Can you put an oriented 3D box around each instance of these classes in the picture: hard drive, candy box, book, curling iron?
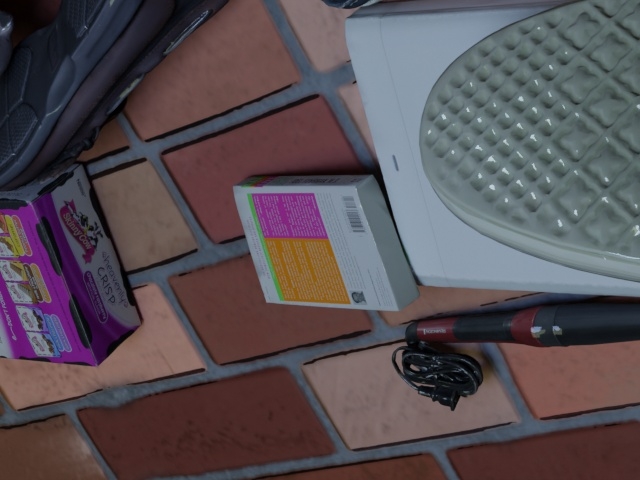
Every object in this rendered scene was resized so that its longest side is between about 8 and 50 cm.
[{"bbox_3d":[0.174,-0.058,0.967,0.308,0.040,0.203,2,121,35],"label":"hard drive"},{"bbox_3d":[-0.280,0.018,1.320,0.233,0.071,0.159,2,121,34],"label":"candy box"},{"bbox_3d":[0.000,0.000,1.111,0.144,0.035,0.096,4,120,52],"label":"book"},{"bbox_3d":[0.161,0.069,1.067,0.274,0.035,0.068,-16,114,42],"label":"curling iron"}]

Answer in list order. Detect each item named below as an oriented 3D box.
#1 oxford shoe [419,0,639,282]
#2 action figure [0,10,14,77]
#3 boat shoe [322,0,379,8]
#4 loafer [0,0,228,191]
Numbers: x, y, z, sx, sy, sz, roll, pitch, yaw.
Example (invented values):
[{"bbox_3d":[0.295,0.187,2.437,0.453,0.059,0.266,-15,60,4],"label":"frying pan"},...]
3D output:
[{"bbox_3d":[0.270,-0.046,0.793,0.449,0.169,0.130,-2,163,23],"label":"oxford shoe"},{"bbox_3d":[-0.366,-0.210,1.141,0.330,0.178,0.341,30,158,14],"label":"action figure"},{"bbox_3d":[0.006,-0.248,0.924,0.095,0.079,0.254,21,130,22],"label":"boat shoe"},{"bbox_3d":[-0.165,-0.116,1.128,0.095,0.109,0.302,13,145,-29],"label":"loafer"}]
